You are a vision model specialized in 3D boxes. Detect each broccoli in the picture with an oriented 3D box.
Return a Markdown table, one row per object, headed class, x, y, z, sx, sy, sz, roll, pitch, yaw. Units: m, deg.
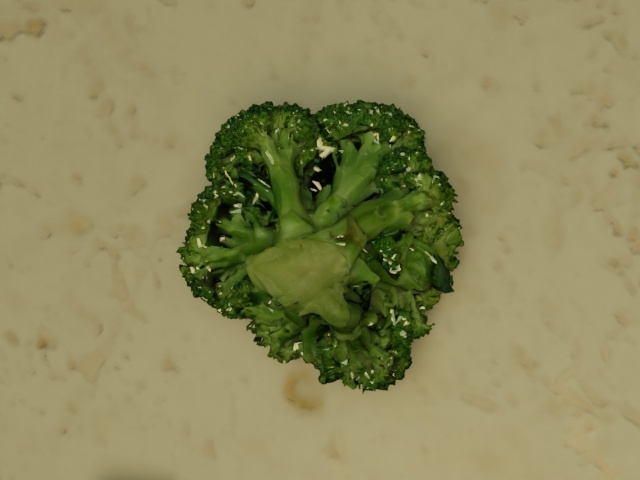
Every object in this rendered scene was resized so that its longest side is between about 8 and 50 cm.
| class | x | y | z | sx | sy | sz | roll | pitch | yaw |
| --- | --- | --- | --- | --- | --- | --- | --- | --- | --- |
| broccoli | 0.000 | 0.000 | 0.980 | 0.195 | 0.156 | 0.195 | 4 | 118 | 7 |
